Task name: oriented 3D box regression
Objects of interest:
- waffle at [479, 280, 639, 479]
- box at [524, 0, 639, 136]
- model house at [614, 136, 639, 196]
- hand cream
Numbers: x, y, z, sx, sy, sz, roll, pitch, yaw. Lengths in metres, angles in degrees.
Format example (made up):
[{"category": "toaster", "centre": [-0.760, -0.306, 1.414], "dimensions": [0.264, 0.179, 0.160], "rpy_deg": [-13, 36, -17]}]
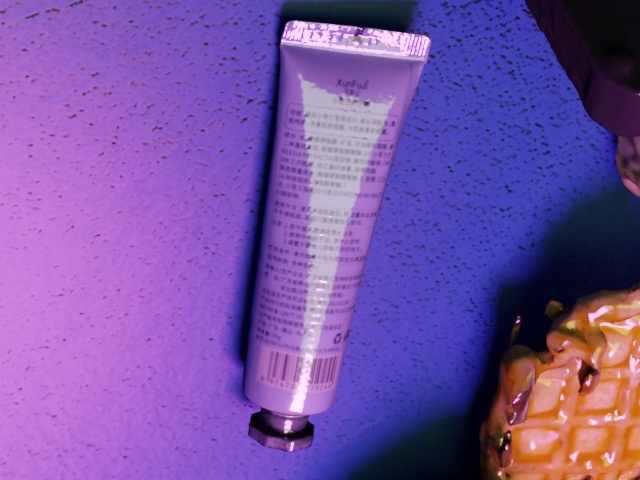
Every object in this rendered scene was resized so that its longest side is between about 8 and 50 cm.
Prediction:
[{"category": "waffle", "centre": [0.212, 0.143, 1.190], "dimensions": [0.262, 0.060, 0.280], "rpy_deg": [-38, 129, 15]}, {"category": "box", "centre": [0.272, -0.203, 0.985], "dimensions": [0.350, 0.211, 0.058], "rpy_deg": [-22, 159, -12]}, {"category": "model house", "centre": [0.384, -0.066, 1.072], "dimensions": [0.261, 0.266, 0.321], "rpy_deg": [28, 102, -37]}, {"category": "hand cream", "centre": [0.000, 0.000, 1.058], "dimensions": [0.091, 0.058, 0.271], "rpy_deg": [5, 110, -14]}]
